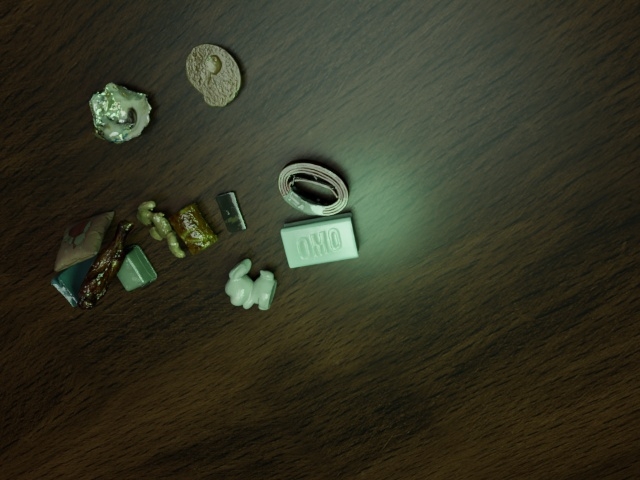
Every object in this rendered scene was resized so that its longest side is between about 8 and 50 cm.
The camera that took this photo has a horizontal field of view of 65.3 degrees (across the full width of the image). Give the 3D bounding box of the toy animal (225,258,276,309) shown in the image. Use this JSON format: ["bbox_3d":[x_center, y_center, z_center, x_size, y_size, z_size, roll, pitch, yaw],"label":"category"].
[{"bbox_3d":[-0.265,0.174,1.933,0.192,0.127,0.179,23,109,1],"label":"toy animal"}]

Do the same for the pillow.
[{"bbox_3d":[-0.913,-0.003,1.926,0.223,0.236,0.084,-16,139,19],"label":"pillow"}]

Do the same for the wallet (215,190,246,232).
[{"bbox_3d":[-0.340,-0.108,1.900,0.082,0.018,0.157,-11,108,12],"label":"wallet"}]

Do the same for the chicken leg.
[{"bbox_3d":[-0.798,0.082,1.861,0.095,0.158,0.407,31,103,-9],"label":"chicken leg"}]

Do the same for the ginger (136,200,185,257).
[{"bbox_3d":[-0.616,-0.037,1.929,0.149,0.065,0.259,-9,120,49],"label":"ginger"}]

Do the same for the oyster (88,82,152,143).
[{"bbox_3d":[-0.715,-0.453,1.797,0.222,0.083,0.214,10,114,-1],"label":"oyster"}]

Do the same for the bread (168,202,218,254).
[{"bbox_3d":[-0.485,-0.042,1.899,0.131,0.103,0.172,-28,99,16],"label":"bread"}]

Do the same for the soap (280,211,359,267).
[{"bbox_3d":[0.000,0.000,1.852,0.265,0.088,0.160,-9,109,11],"label":"soap"}]

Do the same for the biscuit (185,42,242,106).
[{"bbox_3d":[-0.363,-0.574,1.719,0.181,0.049,0.208,-39,100,19],"label":"biscuit"}]

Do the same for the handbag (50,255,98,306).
[{"bbox_3d":[-0.931,0.149,1.968,0.057,0.221,0.144,-28,105,26],"label":"handbag"}]

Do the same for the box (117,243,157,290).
[{"bbox_3d":[-0.754,0.117,2.000,0.123,0.093,0.172,-24,104,16],"label":"box"}]

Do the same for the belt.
[{"bbox_3d":[-0.024,-0.185,1.783,0.261,0.105,0.184,16,109,-1],"label":"belt"}]
